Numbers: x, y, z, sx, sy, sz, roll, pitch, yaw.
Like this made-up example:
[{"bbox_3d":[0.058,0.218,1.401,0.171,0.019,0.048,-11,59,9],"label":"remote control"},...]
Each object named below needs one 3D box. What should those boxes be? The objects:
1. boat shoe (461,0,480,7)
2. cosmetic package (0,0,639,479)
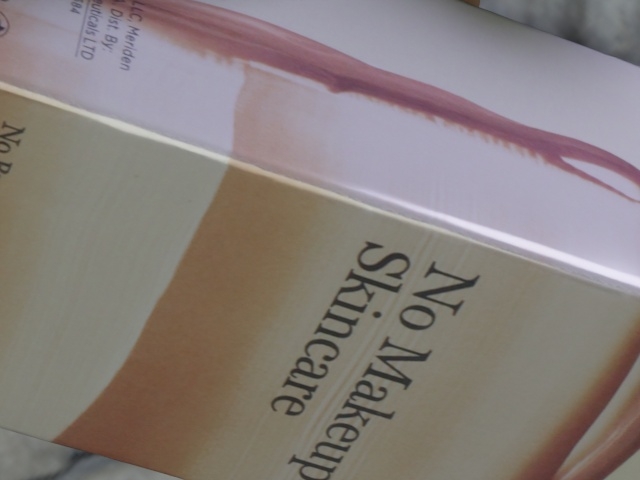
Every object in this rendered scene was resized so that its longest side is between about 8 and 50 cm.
[{"bbox_3d":[-0.024,-0.115,0.618,0.170,0.063,0.059,30,125,-17],"label":"boat shoe"},{"bbox_3d":[0.000,0.000,0.594,0.296,0.129,0.153,17,131,-13],"label":"cosmetic package"}]
